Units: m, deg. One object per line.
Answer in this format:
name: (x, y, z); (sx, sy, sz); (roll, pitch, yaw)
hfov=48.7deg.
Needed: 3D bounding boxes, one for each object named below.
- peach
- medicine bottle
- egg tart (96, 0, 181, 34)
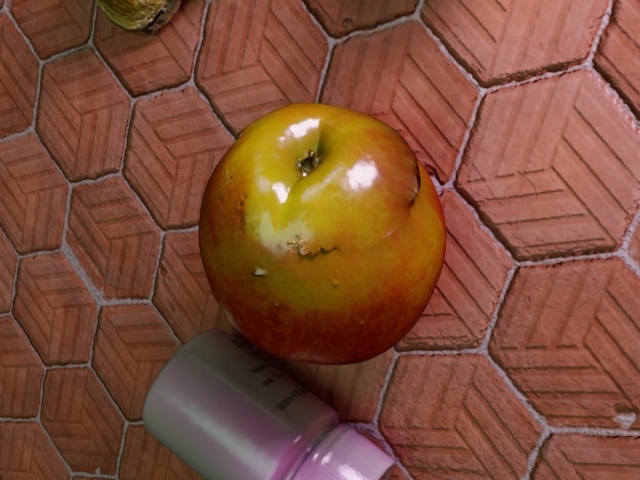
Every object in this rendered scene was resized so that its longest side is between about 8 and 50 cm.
peach: (0.000, 0.000, 1.004); (0.370, 0.370, 0.369); (6, 103, 29)
medicine bottle: (-0.087, 0.332, 1.171); (0.388, 0.219, 0.219); (31, 113, 21)
egg tart: (-0.336, -0.479, 1.223); (0.241, 0.106, 0.241); (9, 109, 29)
